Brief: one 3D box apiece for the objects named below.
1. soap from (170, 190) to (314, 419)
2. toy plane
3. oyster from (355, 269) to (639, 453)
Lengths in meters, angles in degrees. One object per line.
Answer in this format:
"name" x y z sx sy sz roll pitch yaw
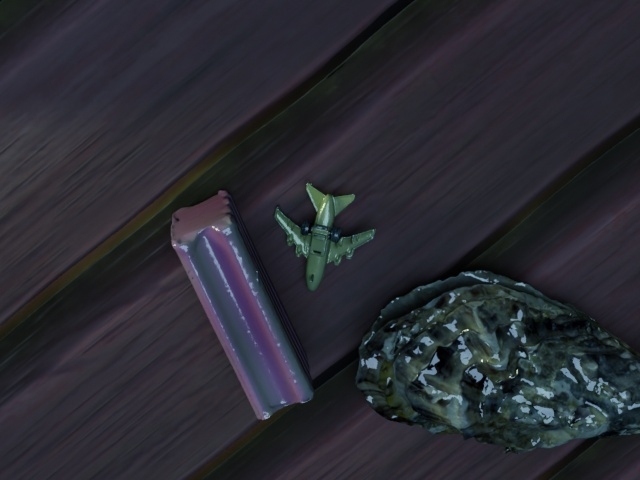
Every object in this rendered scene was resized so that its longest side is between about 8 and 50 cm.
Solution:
"soap" -0.076 0.061 1.357 0.065 0.122 0.203 -24 106 2
"toy plane" 0.000 0.000 1.391 0.102 0.040 0.111 14 103 9
"oyster" 0.212 0.136 1.410 0.350 0.158 0.162 14 139 3
